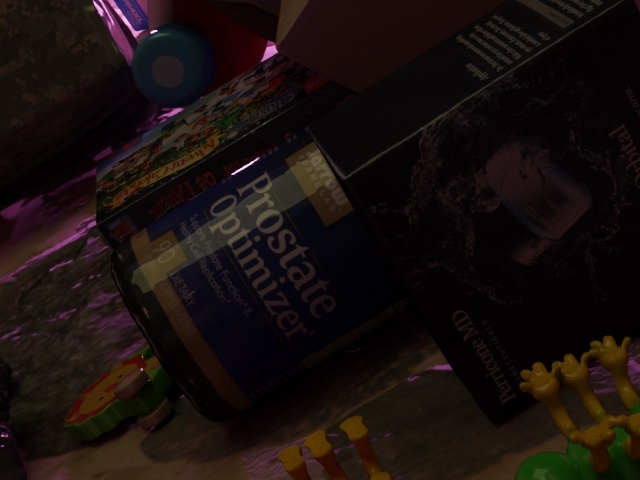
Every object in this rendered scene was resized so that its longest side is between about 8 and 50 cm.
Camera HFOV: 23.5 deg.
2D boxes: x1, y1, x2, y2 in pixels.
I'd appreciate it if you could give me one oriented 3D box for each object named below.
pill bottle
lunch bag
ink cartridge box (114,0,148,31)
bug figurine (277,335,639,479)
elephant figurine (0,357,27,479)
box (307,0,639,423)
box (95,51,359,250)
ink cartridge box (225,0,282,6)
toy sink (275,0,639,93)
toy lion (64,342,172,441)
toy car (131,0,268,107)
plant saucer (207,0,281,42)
[{"bbox_3d":[0.000,0.000,0.890,0.219,0.123,0.123,-32,22,1],"label":"pill bottle"},{"bbox_3d":[-0.289,-0.144,1.511,0.235,0.169,0.287,-31,-4,2],"label":"lunch bag"},{"bbox_3d":[-0.143,-0.336,1.838,0.203,0.086,0.148,-3,37,50],"label":"ink cartridge box"},{"bbox_3d":[0.072,0.134,0.578,0.216,0.072,0.279,-26,17,-1],"label":"bug figurine"},{"bbox_3d":[-0.265,0.117,0.984,0.239,0.169,0.186,-28,46,-34],"label":"elephant figurine"},{"bbox_3d":[0.104,-0.024,0.756,0.158,0.156,0.093,-32,23,1],"label":"box"},{"bbox_3d":[-0.077,-0.083,1.273,0.233,0.044,0.159,-31,22,4],"label":"box"},{"bbox_3d":[0.041,-0.238,1.086,0.275,0.060,0.239,4,-18,-10],"label":"ink cartridge box"},{"bbox_3d":[0.102,-0.154,1.004,0.131,0.234,0.153,-52,22,38],"label":"toy sink"},{"bbox_3d":[-0.118,0.090,0.989,0.096,0.034,0.100,-17,25,51],"label":"toy lion"},{"bbox_3d":[-0.039,-0.235,1.426,0.237,0.210,0.219,2,21,8],"label":"toy car"},{"bbox_3d":[0.000,-0.241,1.283,0.278,0.277,0.041,-57,-9,-46],"label":"plant saucer"}]
